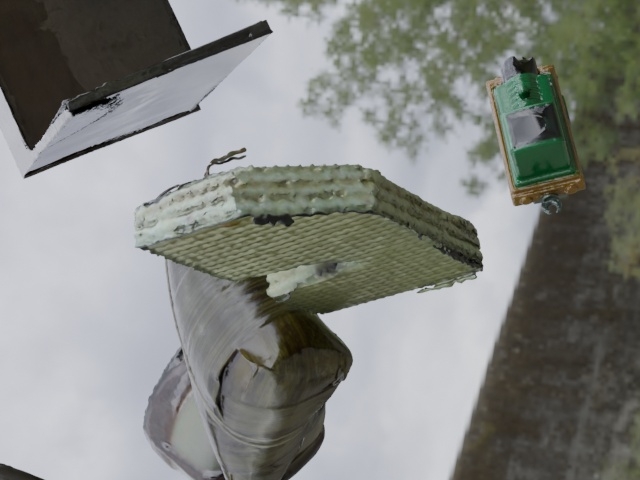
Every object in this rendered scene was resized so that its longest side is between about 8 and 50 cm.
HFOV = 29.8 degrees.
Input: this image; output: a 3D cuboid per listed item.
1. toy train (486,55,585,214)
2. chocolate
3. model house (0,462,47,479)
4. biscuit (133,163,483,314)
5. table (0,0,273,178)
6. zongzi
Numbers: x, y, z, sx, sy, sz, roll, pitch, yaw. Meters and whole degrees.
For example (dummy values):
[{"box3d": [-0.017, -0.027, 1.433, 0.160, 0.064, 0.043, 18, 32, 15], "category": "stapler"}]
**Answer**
[{"box3d": [0.256, -0.138, 1.449, 0.136, 0.091, 0.227, 59, -159, -58], "category": "toy train"}, {"box3d": [-0.102, 0.261, 1.773, 0.283, 0.186, 0.283, -37, -35, -32], "category": "chocolate"}, {"box3d": [-0.261, 0.259, 0.673, 0.218, 0.205, 0.278, 99, -172, -61], "category": "model house"}, {"box3d": [0.000, 0.000, 0.816, 0.250, 0.147, 0.046, 22, -125, -57], "category": "biscuit"}, {"box3d": [-0.204, -0.222, 1.045, 0.196, 0.282, 0.250, -24, -89, -22], "category": "table"}, {"box3d": [-0.085, 0.088, 1.040, 0.111, 0.247, 0.241, -9, -39, -28], "category": "zongzi"}]
